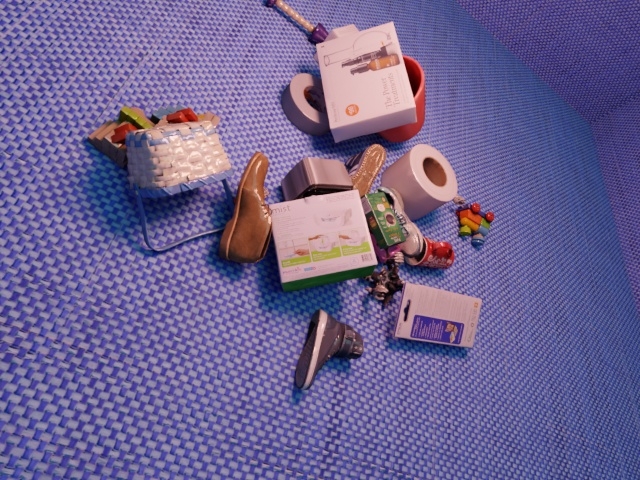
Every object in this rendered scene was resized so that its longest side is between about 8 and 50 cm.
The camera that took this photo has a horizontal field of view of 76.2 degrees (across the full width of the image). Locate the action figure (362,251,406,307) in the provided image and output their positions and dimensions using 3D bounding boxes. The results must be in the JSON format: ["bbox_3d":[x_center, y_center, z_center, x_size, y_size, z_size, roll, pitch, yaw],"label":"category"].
[{"bbox_3d":[0.185,0.109,1.278,0.275,0.141,0.164,26,76,-21],"label":"action figure"}]

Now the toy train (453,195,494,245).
[{"bbox_3d":[0.608,-0.084,1.710,0.248,0.105,0.143,26,68,-22],"label":"toy train"}]

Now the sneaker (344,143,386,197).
[{"bbox_3d":[0.111,-0.200,1.419,0.099,0.153,0.282,37,78,-17],"label":"sneaker"}]

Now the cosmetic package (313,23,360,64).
[{"bbox_3d":[0.106,-0.731,1.637,0.151,0.151,0.184,-37,91,-40],"label":"cosmetic package"}]

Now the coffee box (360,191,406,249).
[{"bbox_3d":[0.200,-0.066,1.324,0.113,0.040,0.184,-14,77,-48],"label":"coffee box"}]

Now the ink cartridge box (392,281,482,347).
[{"bbox_3d":[0.382,0.249,1.357,0.371,0.069,0.176,15,86,-31],"label":"ink cartridge box"}]

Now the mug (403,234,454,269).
[{"bbox_3d":[0.408,0.053,1.471,0.169,0.150,0.113,14,94,-34],"label":"mug"}]

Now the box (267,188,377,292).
[{"bbox_3d":[0.000,0.000,1.143,0.262,0.127,0.231,-12,70,-6],"label":"box"}]

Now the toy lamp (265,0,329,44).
[{"bbox_3d":[-0.084,-0.886,1.631,0.274,0.080,0.080,32,53,-19],"label":"toy lamp"}]

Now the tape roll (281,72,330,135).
[{"bbox_3d":[-0.030,-0.490,1.474,0.219,0.072,0.219,16,59,-28],"label":"tape roll"}]

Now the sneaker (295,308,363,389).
[{"bbox_3d":[0.032,0.317,1.105,0.163,0.086,0.226,32,52,-15],"label":"sneaker"}]

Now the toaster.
[{"bbox_3d":[-0.022,-0.162,1.257,0.185,0.168,0.110,-3,67,-37],"label":"toaster"}]

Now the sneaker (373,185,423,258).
[{"bbox_3d":[0.255,-0.065,1.421,0.122,0.110,0.283,16,46,-58],"label":"sneaker"}]

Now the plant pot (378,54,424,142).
[{"bbox_3d":[0.280,-0.517,1.561,0.243,0.275,0.275,36,42,-59],"label":"plant pot"}]

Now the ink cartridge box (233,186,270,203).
[{"bbox_3d":[-0.205,-0.126,1.198,0.063,0.029,0.115,46,49,-8],"label":"ink cartridge box"}]

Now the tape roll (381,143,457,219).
[{"bbox_3d":[0.377,-0.222,1.562,0.246,0.169,0.246,16,59,-28],"label":"tape roll"}]

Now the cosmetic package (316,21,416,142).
[{"bbox_3d":[0.151,-0.549,1.413,0.097,0.284,0.377,51,28,-65],"label":"cosmetic package"}]

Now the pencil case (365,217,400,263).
[{"bbox_3d":[0.181,-0.022,1.377,0.209,0.095,0.098,53,30,-3],"label":"pencil case"}]

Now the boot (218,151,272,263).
[{"bbox_3d":[-0.170,-0.086,1.090,0.115,0.112,0.305,12,81,10],"label":"boot"}]

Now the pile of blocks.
[{"bbox_3d":[-0.421,-0.320,1.089,0.362,0.112,0.149,-31,87,-41],"label":"pile of blocks"}]

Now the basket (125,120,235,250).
[{"bbox_3d":[-0.339,-0.142,1.020,0.254,0.201,0.289,-24,110,-42],"label":"basket"}]
